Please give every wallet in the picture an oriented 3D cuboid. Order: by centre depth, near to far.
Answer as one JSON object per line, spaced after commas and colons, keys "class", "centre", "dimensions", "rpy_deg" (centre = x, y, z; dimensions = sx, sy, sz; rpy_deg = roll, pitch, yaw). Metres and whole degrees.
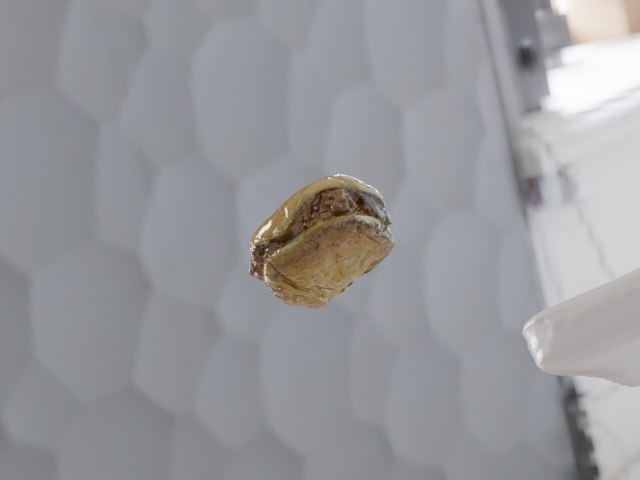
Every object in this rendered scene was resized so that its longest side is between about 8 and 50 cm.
{"class": "wallet", "centre": [0.164, 0.041, 0.959], "dimensions": [0.095, 0.033, 0.190], "rpy_deg": [-24, -15, 18]}

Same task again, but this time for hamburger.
{"class": "hamburger", "centre": [0.000, 0.000, 1.132], "dimensions": [0.083, 0.044, 0.076], "rpy_deg": [-36, -31, 18]}
